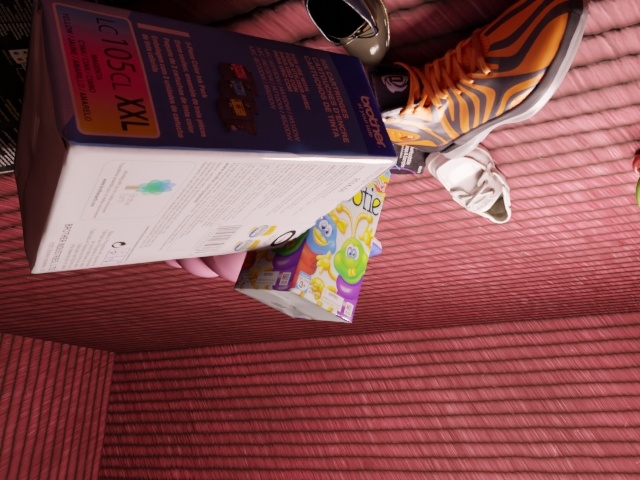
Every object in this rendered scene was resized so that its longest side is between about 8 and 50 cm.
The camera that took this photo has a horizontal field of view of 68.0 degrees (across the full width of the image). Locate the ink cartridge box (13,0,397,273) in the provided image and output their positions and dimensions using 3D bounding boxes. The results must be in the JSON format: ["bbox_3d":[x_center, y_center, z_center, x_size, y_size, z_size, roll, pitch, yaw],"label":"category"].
[{"bbox_3d":[-0.107,-0.089,0.546,0.395,0.151,0.270,-4,161,-38],"label":"ink cartridge box"}]

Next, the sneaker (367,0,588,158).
[{"bbox_3d":[0.163,-0.201,0.603,0.180,0.125,0.321,4,158,-15],"label":"sneaker"}]

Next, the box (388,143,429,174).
[{"bbox_3d":[0.113,-0.155,0.851,0.162,0.029,0.116,-3,159,2],"label":"box"}]

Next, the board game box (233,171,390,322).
[{"bbox_3d":[-0.006,-0.021,0.790,0.142,0.275,0.144,-5,151,46],"label":"board game box"}]

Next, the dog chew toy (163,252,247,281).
[{"bbox_3d":[-0.218,-0.012,0.989,0.331,0.207,0.206,-5,160,33],"label":"dog chew toy"}]

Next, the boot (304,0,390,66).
[{"bbox_3d":[0.027,-0.238,0.522,0.082,0.106,0.219,-11,157,23],"label":"boot"}]

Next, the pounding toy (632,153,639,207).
[{"bbox_3d":[0.652,-0.150,0.831,0.182,0.110,0.237,14,127,-9],"label":"pounding toy"}]

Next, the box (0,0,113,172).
[{"bbox_3d":[-0.326,-0.173,0.464,0.257,0.079,0.322,-8,163,-12],"label":"box"}]

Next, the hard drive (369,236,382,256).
[{"bbox_3d":[0.000,0.000,1.196,0.210,0.040,0.318,-20,153,22],"label":"hard drive"}]

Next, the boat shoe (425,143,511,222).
[{"bbox_3d":[0.297,-0.100,0.892,0.098,0.096,0.277,-32,147,33],"label":"boat shoe"}]
